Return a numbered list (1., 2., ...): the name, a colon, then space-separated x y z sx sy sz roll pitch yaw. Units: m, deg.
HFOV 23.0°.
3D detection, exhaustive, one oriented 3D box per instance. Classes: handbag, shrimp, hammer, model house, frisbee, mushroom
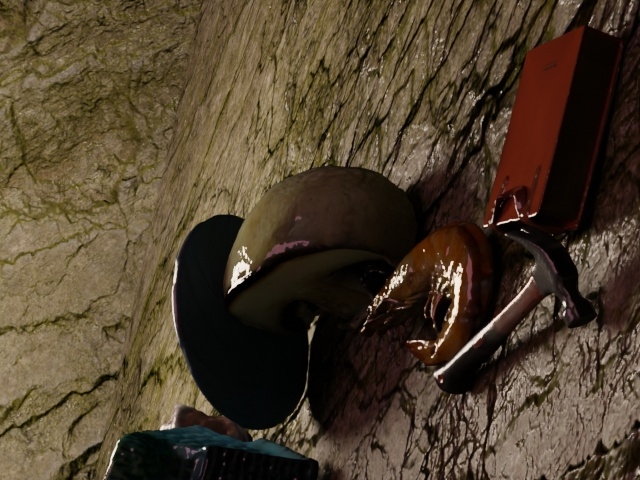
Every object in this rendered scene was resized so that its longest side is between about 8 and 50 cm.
1. handbag: 0.218 -0.097 1.483 0.127 0.063 0.190 167 119 -72
2. shrimp: 0.115 0.067 1.682 0.249 0.068 0.150 147 130 -60
3. hammer: 0.171 0.082 1.488 0.111 0.033 0.287 67 154 20
4. model house: -0.126 0.381 1.940 0.226 0.241 0.261 4 -85 -64
5. frisbee: -0.087 0.101 2.033 0.049 0.289 0.289 -16 54 31
6. mushroom: -0.008 0.000 1.917 0.267 0.190 0.164 132 145 -57

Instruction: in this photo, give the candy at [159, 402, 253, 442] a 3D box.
1. candy: -0.170 0.378 2.193 0.214 0.157 0.289 62 -144 -86
